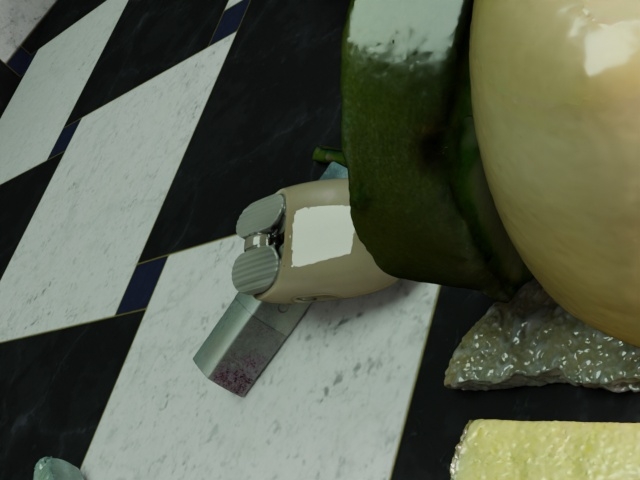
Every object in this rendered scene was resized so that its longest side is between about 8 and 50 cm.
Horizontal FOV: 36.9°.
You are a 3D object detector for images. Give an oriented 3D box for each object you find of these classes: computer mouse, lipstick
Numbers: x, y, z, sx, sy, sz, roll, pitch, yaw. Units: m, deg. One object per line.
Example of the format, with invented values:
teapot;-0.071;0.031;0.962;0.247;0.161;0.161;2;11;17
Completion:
computer mouse;0.000;0.000;1.128;0.237;0.082;0.145;-6;68;28
lipstick;-0.042;0.049;1.234;0.317;0.066;0.068;-54;32;0

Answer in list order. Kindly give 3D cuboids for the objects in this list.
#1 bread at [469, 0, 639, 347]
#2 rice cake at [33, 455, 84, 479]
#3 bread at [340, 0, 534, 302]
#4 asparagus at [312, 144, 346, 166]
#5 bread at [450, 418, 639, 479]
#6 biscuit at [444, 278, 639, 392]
bread;0.259;-0.108;0.684;0.253;0.376;0.348;17;67;38
rice cake;-0.335;0.395;1.291;0.063;0.066;0.336;-52;30;4
bread;0.149;-0.143;0.865;0.129;0.366;0.381;12;82;32
asparagus;0.049;-0.119;1.315;0.236;0.027;0.034;4;74;56
bread;0.216;0.216;0.619;0.264;0.168;0.163;-11;52;48
biscuit;0.221;0.078;0.880;0.250;0.032;0.133;-11;49;50
